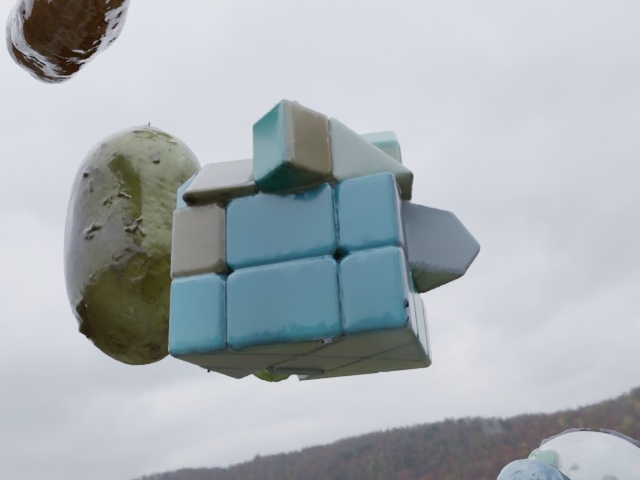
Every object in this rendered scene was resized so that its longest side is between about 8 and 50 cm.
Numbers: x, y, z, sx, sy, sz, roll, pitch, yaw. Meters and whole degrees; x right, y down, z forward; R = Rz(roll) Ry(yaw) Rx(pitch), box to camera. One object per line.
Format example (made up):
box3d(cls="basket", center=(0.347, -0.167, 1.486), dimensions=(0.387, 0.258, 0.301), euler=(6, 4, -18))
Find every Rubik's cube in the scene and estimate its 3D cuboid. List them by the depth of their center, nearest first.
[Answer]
box3d(cls="Rubik's cube", center=(0.000, 0.000, 0.495), dimensions=(0.265, 0.213, 0.224), euler=(-8, -23, 11))

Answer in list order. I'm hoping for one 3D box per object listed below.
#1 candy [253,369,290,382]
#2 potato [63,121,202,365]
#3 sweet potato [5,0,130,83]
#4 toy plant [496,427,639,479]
box3d(cls="candy", center=(-0.012, 0.043, 0.812), dimensions=(0.093, 0.336, 0.092), euler=(27, -31, 1))
box3d(cls="potato", center=(-0.232, 0.004, 0.733), dimensions=(0.173, 0.308, 0.210), euler=(12, -35, -33))
box3d(cls="sweet potato", center=(-0.231, -0.215, 0.528), dimensions=(0.097, 0.097, 0.251), euler=(7, -10, -33))
box3d(cls="toy plant", center=(0.322, 0.392, 0.741), dimensions=(0.247, 0.247, 0.332), euler=(-33, -20, 35))
